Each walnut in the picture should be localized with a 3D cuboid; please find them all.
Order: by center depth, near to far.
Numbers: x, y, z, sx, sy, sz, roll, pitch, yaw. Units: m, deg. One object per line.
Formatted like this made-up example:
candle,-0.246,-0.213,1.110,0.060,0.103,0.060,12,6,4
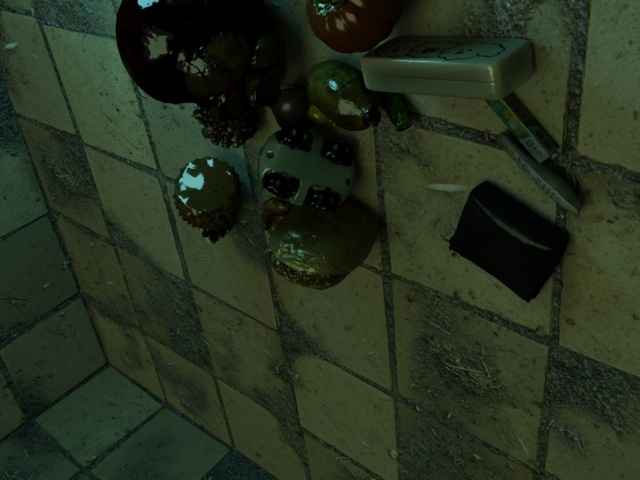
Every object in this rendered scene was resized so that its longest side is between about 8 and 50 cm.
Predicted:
walnut,-0.112,-0.064,2.259,0.143,0.069,0.170,48,146,4

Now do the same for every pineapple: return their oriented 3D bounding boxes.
pineapple,-0.344,-0.106,2.394,0.223,0.223,0.357,44,163,12

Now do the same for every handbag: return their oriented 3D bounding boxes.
handbag,0.411,0.010,1.716,0.247,0.080,0.223,38,143,21

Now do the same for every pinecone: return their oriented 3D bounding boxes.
pinecone,-0.254,-0.343,2.089,0.150,0.179,0.195,38,170,41

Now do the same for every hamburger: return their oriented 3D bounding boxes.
hamburger,0.001,0.000,1.996,0.259,0.283,0.145,25,148,20

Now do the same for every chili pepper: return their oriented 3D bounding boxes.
chili pepper,0.159,-0.335,1.724,0.073,0.050,0.182,-147,34,-78

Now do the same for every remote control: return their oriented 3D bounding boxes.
remote control,0.452,-0.142,1.564,0.229,0.044,0.073,49,-175,13

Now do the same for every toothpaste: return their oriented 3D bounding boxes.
toothpaste,0.405,-0.239,1.537,0.178,0.043,0.037,50,142,4

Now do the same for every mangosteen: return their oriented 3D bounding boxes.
mangosteen,-0.274,-0.492,1.843,0.421,0.381,0.381,18,142,-5

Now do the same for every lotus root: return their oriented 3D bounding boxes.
lotus root,0.060,-0.329,1.753,0.260,0.128,0.145,50,171,45

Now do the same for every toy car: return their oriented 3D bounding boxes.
toy car,-0.043,-0.181,1.953,0.255,0.189,0.190,16,178,-13

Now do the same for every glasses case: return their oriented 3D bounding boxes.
glasses case,0.247,-0.351,1.531,0.336,0.144,0.076,14,129,41

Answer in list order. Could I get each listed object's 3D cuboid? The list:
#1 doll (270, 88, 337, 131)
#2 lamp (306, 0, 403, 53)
doll,-0.040,-0.323,1.942,0.188,0.096,0.145,20,160,1
lamp,0.071,-0.495,1.564,0.223,0.196,0.223,-8,79,43
